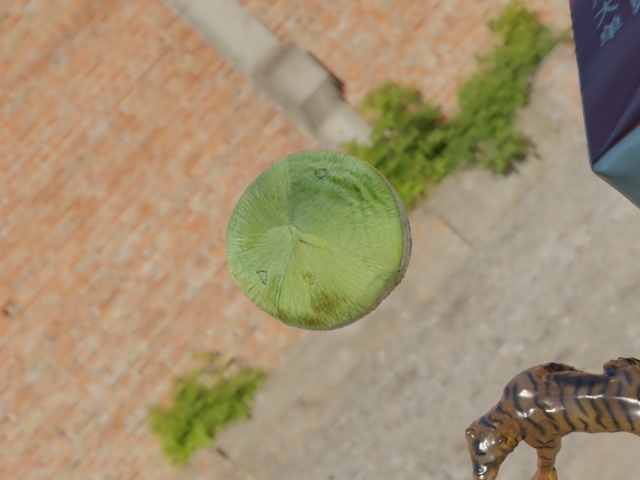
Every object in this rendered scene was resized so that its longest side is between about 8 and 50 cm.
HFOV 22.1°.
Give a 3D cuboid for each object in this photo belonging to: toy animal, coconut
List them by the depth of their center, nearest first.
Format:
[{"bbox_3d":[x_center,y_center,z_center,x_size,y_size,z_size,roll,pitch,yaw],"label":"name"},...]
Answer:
[{"bbox_3d":[0.000,0.000,0.766,0.088,0.088,0.096,-47,-13,9],"label":"coconut"},{"bbox_3d":[0.249,0.135,1.317,0.255,0.114,0.116,-9,-20,26],"label":"toy animal"}]

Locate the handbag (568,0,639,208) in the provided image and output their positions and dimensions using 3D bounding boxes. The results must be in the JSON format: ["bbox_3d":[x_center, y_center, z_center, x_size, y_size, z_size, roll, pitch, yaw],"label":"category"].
[{"bbox_3d":[0.224,-0.106,0.804,0.151,0.171,0.298,-44,22,28],"label":"handbag"}]
